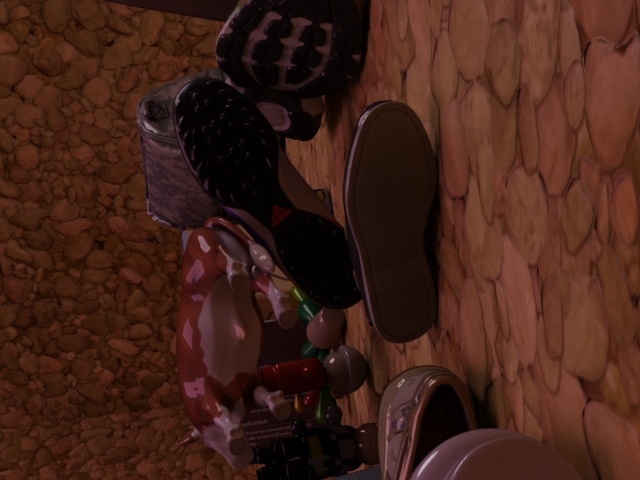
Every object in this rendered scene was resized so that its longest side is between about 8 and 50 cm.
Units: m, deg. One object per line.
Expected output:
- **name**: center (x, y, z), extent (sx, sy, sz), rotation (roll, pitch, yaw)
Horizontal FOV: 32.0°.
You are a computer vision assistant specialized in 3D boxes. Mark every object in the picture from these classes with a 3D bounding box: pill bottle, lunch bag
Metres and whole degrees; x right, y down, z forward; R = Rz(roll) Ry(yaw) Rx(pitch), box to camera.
- **pill bottle**: center (0.101, 0.190, 0.714), extent (0.215, 0.117, 0.117), rotation (104, 158, -66)
- **lunch bag**: center (-0.208, -0.161, 2.071), extent (0.305, 0.255, 0.213), rotation (95, 166, -56)

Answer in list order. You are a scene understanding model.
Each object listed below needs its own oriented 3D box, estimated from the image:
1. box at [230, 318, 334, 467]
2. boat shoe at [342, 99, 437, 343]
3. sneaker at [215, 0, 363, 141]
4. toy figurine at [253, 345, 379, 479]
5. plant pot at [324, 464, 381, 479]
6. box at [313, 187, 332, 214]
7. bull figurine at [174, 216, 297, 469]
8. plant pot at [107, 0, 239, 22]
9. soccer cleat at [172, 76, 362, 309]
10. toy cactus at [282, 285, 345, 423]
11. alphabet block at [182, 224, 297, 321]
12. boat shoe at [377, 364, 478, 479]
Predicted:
- **box**: center (-0.073, 0.241, 1.767), extent (0.167, 0.168, 0.203), rotation (108, 155, -72)
- **boat shoe**: center (0.056, -0.021, 0.977), extent (0.069, 0.081, 0.228), rotation (-120, 22, -60)
- **sneaker**: center (-0.038, -0.258, 1.303), extent (0.410, 0.158, 0.182), rotation (136, 145, -74)
- **toy figurine**: center (0.008, 0.256, 1.355), extent (0.209, 0.148, 0.213), rotation (-120, 26, -56)
- **plant pot**: center (0.000, 0.399, 1.109), extent (0.248, 0.252, 0.247), rotation (-115, 20, -67)
- **box**: center (0.000, 0.000, 1.565), extent (0.137, 0.027, 0.094), rotation (99, 163, -63)
- **bull figurine**: center (-0.104, 0.133, 1.261), extent (0.188, 0.101, 0.311), rotation (20, 116, 59)
- **plant pot**: center (-0.172, -0.437, 1.535), extent (0.323, 0.280, 0.323), rotation (174, 90, -83)
- **soccer cleat**: center (-0.062, -0.050, 1.308), extent (0.318, 0.108, 0.116), rotation (50, 175, -2)
- **toy cactus**: center (-0.014, 0.143, 1.583), extent (0.180, 0.112, 0.219), rotation (115, 158, -56)
- **alphabet block**: center (-0.143, 0.096, 2.040), extent (0.193, 0.197, 0.192), rotation (93, 168, -48)
- **boat shoe**: center (0.090, 0.242, 0.872), extent (0.089, 0.104, 0.285), rotation (138, 126, -83)
